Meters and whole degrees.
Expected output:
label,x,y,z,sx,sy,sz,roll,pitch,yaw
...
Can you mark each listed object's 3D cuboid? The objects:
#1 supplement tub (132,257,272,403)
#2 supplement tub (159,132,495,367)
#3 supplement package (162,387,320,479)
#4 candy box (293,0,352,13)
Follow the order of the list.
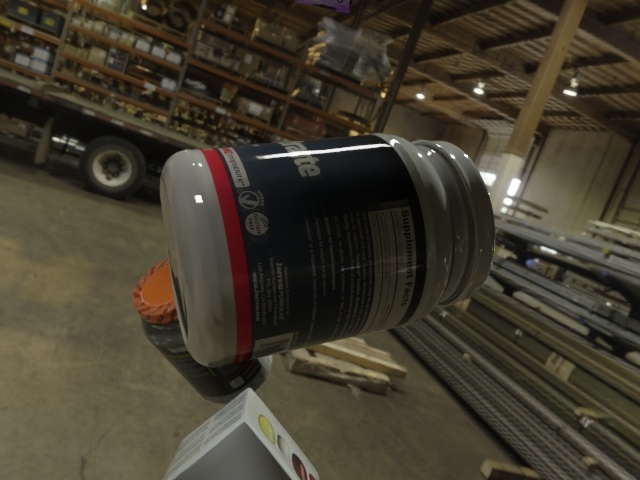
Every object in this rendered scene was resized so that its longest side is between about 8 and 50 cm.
label,x,y,z,sx,sy,sz,roll,pitch,yaw
supplement tub,-0.240,0.187,1.089,0.194,0.193,0.316,27,-28,41
supplement tub,0.000,0.000,0.492,0.273,0.191,0.191,-9,19,-20
supplement package,-0.107,0.358,0.772,0.194,0.149,0.203,52,-7,-1
candy box,-0.013,-0.459,0.766,0.165,0.196,0.070,10,50,-5
